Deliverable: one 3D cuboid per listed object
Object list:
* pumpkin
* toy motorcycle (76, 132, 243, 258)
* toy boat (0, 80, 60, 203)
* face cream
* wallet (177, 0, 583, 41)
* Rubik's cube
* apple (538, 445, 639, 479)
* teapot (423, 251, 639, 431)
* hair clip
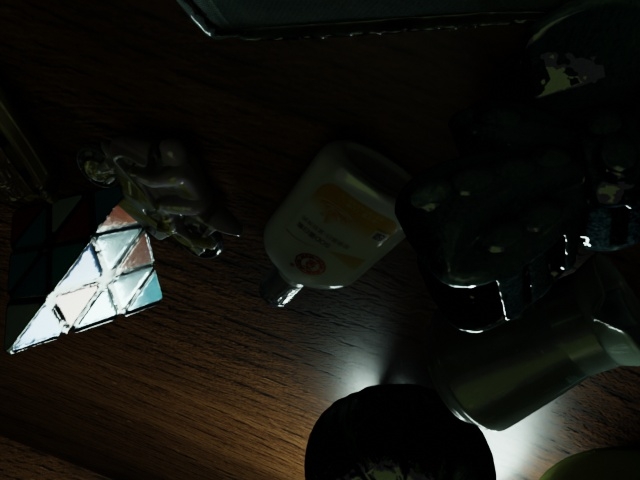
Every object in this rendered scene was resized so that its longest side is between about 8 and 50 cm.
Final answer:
[{"bbox_3d":[0.127,0.371,0.877,0.316,0.238,0.315,1,126,1],"label":"pumpkin"},{"bbox_3d":[-0.197,-0.067,0.666,0.225,0.073,0.152,40,133,-18],"label":"toy motorcycle"},{"bbox_3d":[-0.423,-0.133,0.679,0.068,0.088,0.225,6,137,18],"label":"toy boat"},{"bbox_3d":[0.000,0.000,0.655,0.144,0.071,0.291,33,138,-12],"label":"face cream"},{"bbox_3d":[0.028,-0.240,0.359,0.343,0.075,0.237,3,160,19],"label":"wallet"},{"bbox_3d":[-0.411,0.056,0.763,0.250,0.234,0.284,19,139,4],"label":"Rubik's cube"},{"bbox_3d":[0.491,0.476,0.758,0.358,0.357,0.357,12,137,11],"label":"apple"},{"bbox_3d":[0.265,0.122,0.623,0.203,0.170,0.225,15,143,-44],"label":"teapot"},{"bbox_3d":[0.220,-0.046,0.402,0.311,0.206,0.194,-7,146,18],"label":"hair clip"}]
